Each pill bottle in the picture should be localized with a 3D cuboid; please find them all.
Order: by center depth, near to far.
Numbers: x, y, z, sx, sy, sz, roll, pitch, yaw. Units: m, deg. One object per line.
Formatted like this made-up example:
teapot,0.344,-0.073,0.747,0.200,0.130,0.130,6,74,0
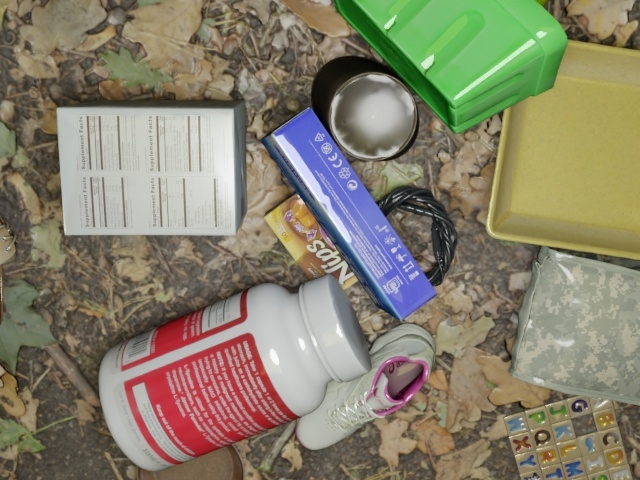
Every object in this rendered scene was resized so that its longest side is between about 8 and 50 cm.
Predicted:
pill bottle,-0.136,0.209,1.368,0.408,0.229,0.229,-23,101,10

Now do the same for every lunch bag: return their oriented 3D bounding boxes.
lunch bag,0.468,0.137,1.397,0.287,0.169,0.235,11,102,-7

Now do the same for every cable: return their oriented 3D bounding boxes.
cable,0.160,-0.002,1.435,0.151,0.047,0.184,-36,97,2

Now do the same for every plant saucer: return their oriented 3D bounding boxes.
plant saucer,0.450,-0.145,1.361,0.333,0.081,0.332,9,91,-1
plant saucer,-0.237,0.423,1.528,0.199,0.036,0.198,0,103,0

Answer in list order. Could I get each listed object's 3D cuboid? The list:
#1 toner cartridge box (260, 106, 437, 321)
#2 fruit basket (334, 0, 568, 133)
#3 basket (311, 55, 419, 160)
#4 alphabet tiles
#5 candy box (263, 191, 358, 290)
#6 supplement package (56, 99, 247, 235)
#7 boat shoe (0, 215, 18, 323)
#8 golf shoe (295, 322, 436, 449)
toner cartridge box,0.040,-0.041,1.312,0.075,0.165,0.347,-36,99,-7
fruit basket,0.238,-0.388,1.216,0.392,0.283,0.391,-1,82,10
basket,0.077,-0.199,1.296,0.204,0.227,0.154,41,99,-8
alphabet tiles,0.464,0.405,1.535,0.198,0.009,0.237,-17,101,4
candy box,0.000,0.000,1.428,0.109,0.053,0.186,-35,99,7
supplement package,-0.257,-0.122,1.327,0.263,0.199,0.197,0,103,0
boat shoe,-0.570,0.002,1.405,0.117,0.123,0.324,10,109,-9
golf shoe,0.073,0.268,1.442,0.306,0.140,0.115,-43,100,10
